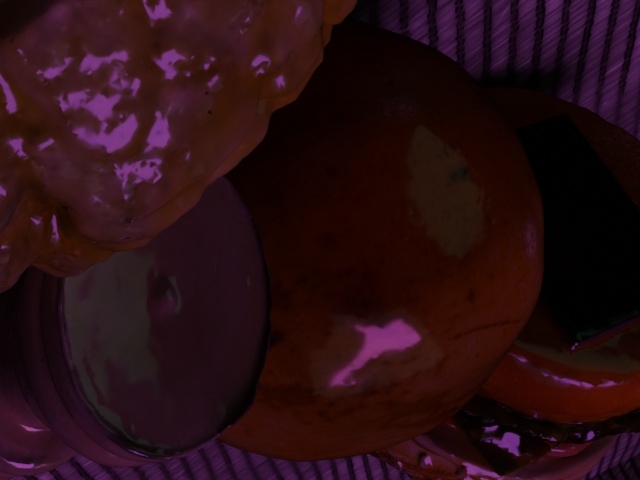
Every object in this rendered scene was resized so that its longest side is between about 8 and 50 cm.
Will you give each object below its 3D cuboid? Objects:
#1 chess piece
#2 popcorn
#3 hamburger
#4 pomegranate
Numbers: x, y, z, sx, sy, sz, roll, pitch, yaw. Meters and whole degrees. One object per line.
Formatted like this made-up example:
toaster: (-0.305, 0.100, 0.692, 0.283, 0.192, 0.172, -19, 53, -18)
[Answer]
chess piece: (-0.153, 0.067, 0.946, 0.124, 0.139, 0.307, -17, 175, -38)
popcorn: (-0.111, -0.084, 0.735, 0.286, 0.225, 0.174, -33, 120, 23)
hamburger: (0.127, 0.047, 1.284, 0.291, 0.291, 0.225, -11, 150, -37)
pomegranate: (0.000, 0.000, 1.040, 0.264, 0.264, 0.264, -24, 160, -10)
